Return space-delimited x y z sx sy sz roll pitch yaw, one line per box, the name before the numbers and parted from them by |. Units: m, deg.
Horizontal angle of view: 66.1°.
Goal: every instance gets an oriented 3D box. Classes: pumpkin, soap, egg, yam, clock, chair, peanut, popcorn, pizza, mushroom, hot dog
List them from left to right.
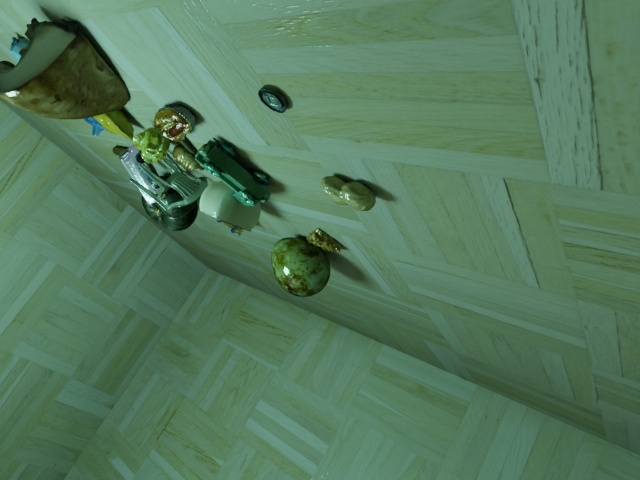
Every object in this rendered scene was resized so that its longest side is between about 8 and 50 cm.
soap | -1.075 -0.671 1.930 0.293 0.077 0.156 34 164 -4
mushroom | -0.849 -0.505 1.672 0.224 0.314 0.397 29 168 20
popcorn | -0.650 -0.376 1.932 0.135 0.142 0.162 -21 161 23
pumpkin | -0.754 -0.193 2.472 0.300 0.207 0.300 24 143 19
chair | -0.651 -0.259 2.147 0.274 0.203 0.190 41 150 -13
hot dog | -0.502 -0.406 1.697 0.131 0.069 0.252 41 159 -26
yam | -0.505 -0.361 1.900 0.033 0.027 0.129 -25 142 16
clock | -0.120 -0.360 1.255 0.085 0.017 0.085 29 163 10
egg | -0.093 0.111 2.147 0.289 0.238 0.238 41 165 15
pizza | 0.000 0.001 1.997 0.175 0.046 0.134 17 158 41
peanut | 0.076 -0.139 1.435 0.187 0.082 0.082 21 160 34

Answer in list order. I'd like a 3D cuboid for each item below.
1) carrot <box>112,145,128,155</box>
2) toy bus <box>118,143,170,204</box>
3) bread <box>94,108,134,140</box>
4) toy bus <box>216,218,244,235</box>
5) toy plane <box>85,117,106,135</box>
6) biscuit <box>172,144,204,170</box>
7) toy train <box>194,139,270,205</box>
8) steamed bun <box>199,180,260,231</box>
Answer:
carrot | -0.942 -0.423 2.417 0.342 0.070 0.070 18 158 42
toy bus | -0.808 -0.304 2.262 0.274 0.112 0.090 61 -177 -10
bread | -0.862 -0.506 2.016 0.233 0.088 0.161 24 157 31
toy bus | -0.422 -0.118 2.291 0.182 0.103 0.091 40 -169 -24
toy plane | -1.042 -0.566 2.172 0.169 0.078 0.246 15 150 42
biscuit | -0.547 -0.326 1.972 0.183 0.061 0.118 31 163 49
toy train | -0.320 -0.238 1.776 0.298 0.120 0.194 40 166 -25
steamed bun | -0.353 -0.148 1.980 0.146 0.164 0.241 20 178 37
